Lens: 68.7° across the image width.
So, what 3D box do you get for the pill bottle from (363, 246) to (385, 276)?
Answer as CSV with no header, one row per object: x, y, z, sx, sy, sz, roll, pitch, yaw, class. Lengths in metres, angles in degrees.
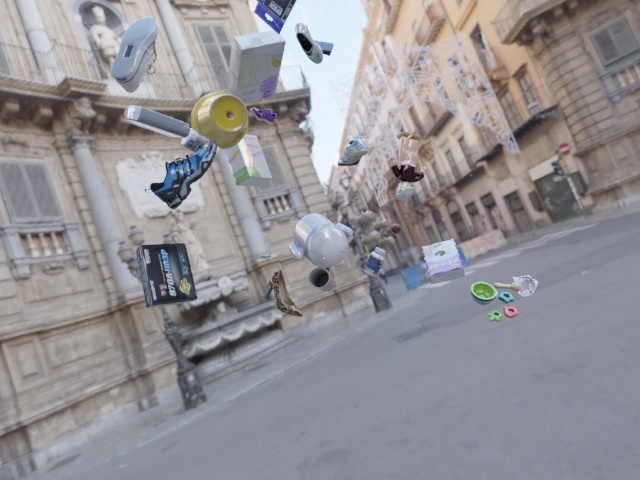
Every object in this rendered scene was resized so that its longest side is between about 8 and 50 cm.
0.241,0.093,2.064,0.120,0.067,0.067,-66,-16,9,pill bottle

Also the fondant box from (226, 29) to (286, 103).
-0.311,-0.819,2.235,0.238,0.096,0.330,-25,-21,-29,fondant box

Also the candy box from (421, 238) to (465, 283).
0.593,0.100,2.273,0.164,0.196,0.070,-15,-47,13,candy box

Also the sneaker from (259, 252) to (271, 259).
-0.300,0.083,2.544,0.031,0.037,0.083,6,-2,42,sneaker

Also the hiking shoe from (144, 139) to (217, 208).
-0.488,-0.263,1.689,0.304,0.132,0.113,-60,21,-20,hiking shoe

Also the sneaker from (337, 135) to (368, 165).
0.136,-0.376,2.009,0.085,0.086,0.237,-4,-9,-21,sneaker

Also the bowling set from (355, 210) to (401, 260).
0.317,-0.022,2.474,0.199,0.287,0.154,-7,-7,-26,bowling set

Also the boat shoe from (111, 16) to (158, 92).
-0.777,-0.791,2.036,0.135,0.368,0.156,5,-25,7,boat shoe

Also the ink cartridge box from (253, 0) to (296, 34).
-0.192,-1.012,1.965,0.045,0.206,0.208,-6,-43,-52,ink cartridge box

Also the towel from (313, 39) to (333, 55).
-0.003,-0.871,2.114,0.119,0.067,0.029,13,-26,11,towel

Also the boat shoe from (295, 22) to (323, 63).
-0.042,-0.728,1.763,0.066,0.063,0.184,-6,-30,18,boat shoe

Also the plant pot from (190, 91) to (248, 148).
-0.427,-0.537,2.066,0.253,0.254,0.239,-19,13,-21,plant pot

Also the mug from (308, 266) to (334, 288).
0.024,0.196,2.440,0.150,0.113,0.169,-49,-21,-3,mug

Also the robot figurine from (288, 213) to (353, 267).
0.000,0.000,2.168,0.299,0.200,0.353,-27,30,-12,robot figurine

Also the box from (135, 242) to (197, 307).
-0.550,0.121,1.677,0.175,0.221,0.051,-2,-20,-43,box

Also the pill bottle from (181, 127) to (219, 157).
-0.477,-0.379,1.868,0.137,0.078,0.078,29,-39,-35,pill bottle

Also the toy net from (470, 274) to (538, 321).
0.531,0.144,1.300,0.232,0.122,0.045,-18,-51,-21,toy net

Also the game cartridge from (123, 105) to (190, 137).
-0.598,-0.425,1.679,0.197,0.062,0.297,10,7,-31,game cartridge

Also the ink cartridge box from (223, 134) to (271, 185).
-0.438,-0.498,2.708,0.119,0.354,0.207,-27,-10,32,ink cartridge box

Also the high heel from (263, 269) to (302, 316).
-0.180,0.286,2.531,0.186,0.261,0.093,-65,-18,17,high heel

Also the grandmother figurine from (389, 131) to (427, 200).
0.436,-0.362,2.343,0.207,0.343,0.104,10,-14,-4,grandmother figurine

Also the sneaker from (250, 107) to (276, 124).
-0.295,-0.661,2.431,0.071,0.068,0.169,-43,-24,26,sneaker
